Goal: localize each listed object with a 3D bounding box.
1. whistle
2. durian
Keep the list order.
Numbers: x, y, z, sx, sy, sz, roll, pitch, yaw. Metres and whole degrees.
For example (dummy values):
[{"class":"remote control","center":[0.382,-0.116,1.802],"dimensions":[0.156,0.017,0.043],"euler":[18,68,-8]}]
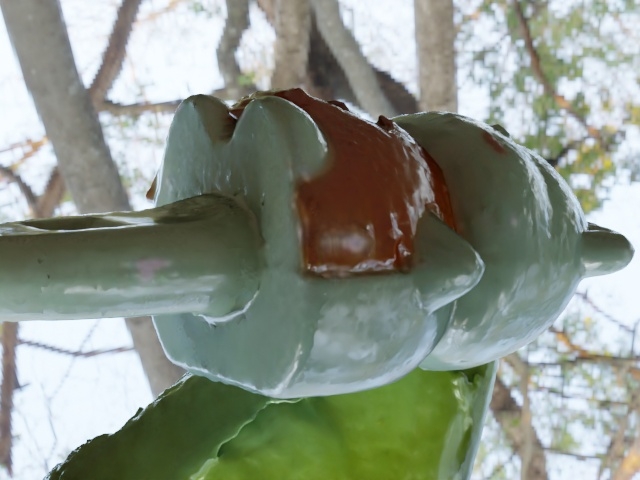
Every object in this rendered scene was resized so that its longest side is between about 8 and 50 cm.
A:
[{"class":"whistle","center":[-0.001,0.002,0.417],"dimensions":[0.253,0.102,0.105],"euler":[-4,-111,-36]},{"class":"durian","center":[-0.031,0.110,0.546],"dimensions":[0.250,0.139,0.101],"euler":[-37,-164,14]}]
